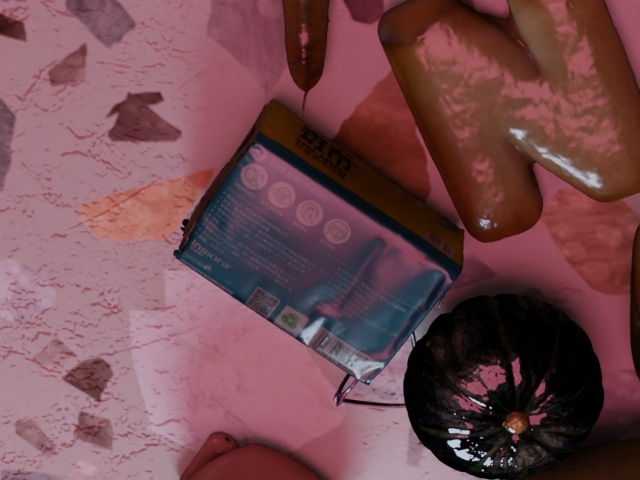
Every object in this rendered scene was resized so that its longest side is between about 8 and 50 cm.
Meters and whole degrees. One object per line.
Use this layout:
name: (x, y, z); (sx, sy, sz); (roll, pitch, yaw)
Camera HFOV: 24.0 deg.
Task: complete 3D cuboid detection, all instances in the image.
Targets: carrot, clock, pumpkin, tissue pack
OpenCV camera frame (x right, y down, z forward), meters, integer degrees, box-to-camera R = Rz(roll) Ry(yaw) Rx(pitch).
carrot: (-0.019, -0.270, 1.565); (0.078, 0.078, 0.298); (4, 119, 9)
clock: (-0.078, 0.359, 1.783); (0.227, 0.241, 0.142); (32, 114, -5)
pumpkin: (0.202, 0.162, 1.672); (0.220, 0.162, 0.220); (-3, 117, -6)
tissue pack: (0.000, 0.000, 1.652); (0.271, 0.134, 0.192); (35, 116, -7)

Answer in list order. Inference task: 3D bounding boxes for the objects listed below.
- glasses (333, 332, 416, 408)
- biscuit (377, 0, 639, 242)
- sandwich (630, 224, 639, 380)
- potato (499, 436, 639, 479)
glasses: (0.094, 0.169, 1.757); (0.104, 0.062, 0.140); (39, 117, -11)
biscuit: (0.212, -0.148, 1.584); (0.237, 0.062, 0.290); (-18, 112, 17)
sandwich: (0.393, 0.082, 1.631); (0.122, 0.128, 0.235); (4, 159, 9)
potato: (0.355, 0.357, 1.700); (0.359, 0.219, 0.269); (-18, 88, 23)
